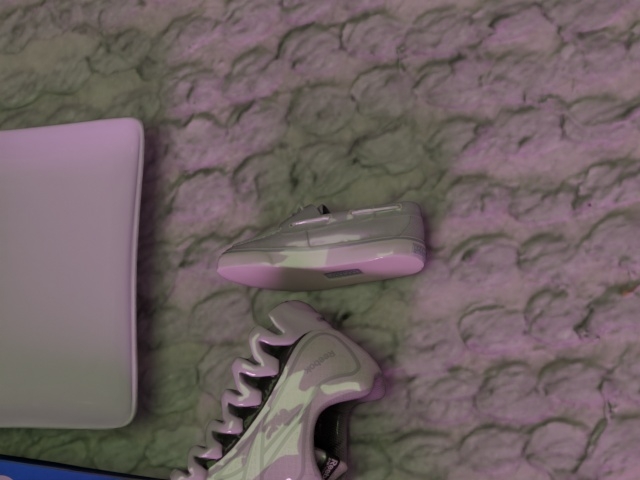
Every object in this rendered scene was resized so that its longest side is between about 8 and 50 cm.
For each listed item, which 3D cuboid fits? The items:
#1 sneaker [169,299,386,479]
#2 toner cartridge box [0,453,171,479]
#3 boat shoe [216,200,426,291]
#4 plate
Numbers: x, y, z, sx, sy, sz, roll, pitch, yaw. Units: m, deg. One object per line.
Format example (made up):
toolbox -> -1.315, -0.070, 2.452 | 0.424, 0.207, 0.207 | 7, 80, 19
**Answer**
sneaker -> -0.051, 0.198, 1.569 | 0.118, 0.110, 0.292 | 30, 96, 18
toner cartridge box -> -0.291, 0.272, 1.689 | 0.348, 0.075, 0.165 | 4, 85, 27
boat shoe -> 0.000, 0.000, 1.594 | 0.184, 0.066, 0.063 | -9, 64, 28
plate -> -0.275, 0.035, 1.732 | 0.277, 0.045, 0.278 | -3, 80, 24
